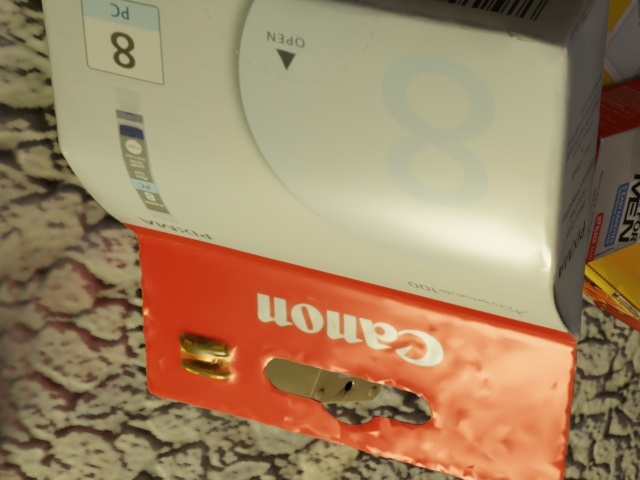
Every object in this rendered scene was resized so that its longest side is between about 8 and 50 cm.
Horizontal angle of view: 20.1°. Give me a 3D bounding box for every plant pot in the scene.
[{"bbox_3d":[-0.003,0.062,1.286,0.109,0.096,0.109,2,114,-49],"label":"plant pot"}]

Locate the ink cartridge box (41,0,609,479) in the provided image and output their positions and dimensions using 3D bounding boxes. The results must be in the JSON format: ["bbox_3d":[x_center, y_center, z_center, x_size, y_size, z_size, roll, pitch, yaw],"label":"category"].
[{"bbox_3d":[0.000,0.000,1.073,0.091,0.308,0.385,-53,150,-49],"label":"ink cartridge box"}]

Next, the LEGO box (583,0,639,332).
[{"bbox_3d":[0.236,-0.227,1.265,0.500,0.193,0.372,-56,142,-1],"label":"LEGO box"}]

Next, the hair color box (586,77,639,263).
[{"bbox_3d":[0.205,-0.052,1.153,0.167,0.053,0.093,-20,129,-40],"label":"hair color box"}]
